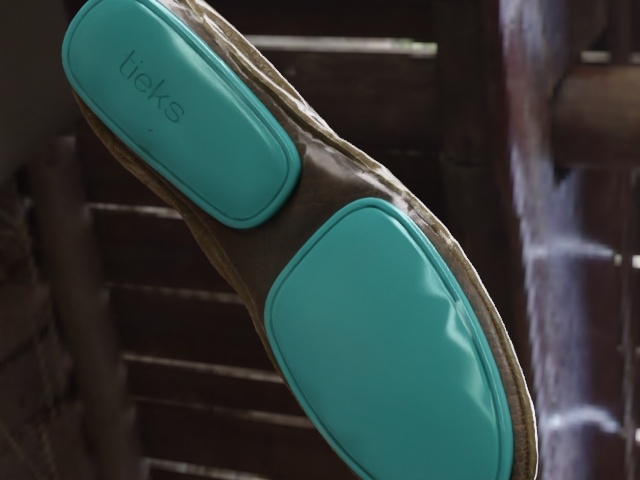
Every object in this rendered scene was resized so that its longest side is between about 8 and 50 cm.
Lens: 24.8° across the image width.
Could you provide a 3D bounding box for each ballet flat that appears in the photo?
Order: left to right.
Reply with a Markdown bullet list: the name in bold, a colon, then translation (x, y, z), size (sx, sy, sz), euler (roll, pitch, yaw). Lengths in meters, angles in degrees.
- **ballet flat**: translation (0.000, 0.000, 0.753), size (0.116, 0.342, 0.124), euler (-47, 163, 14)
